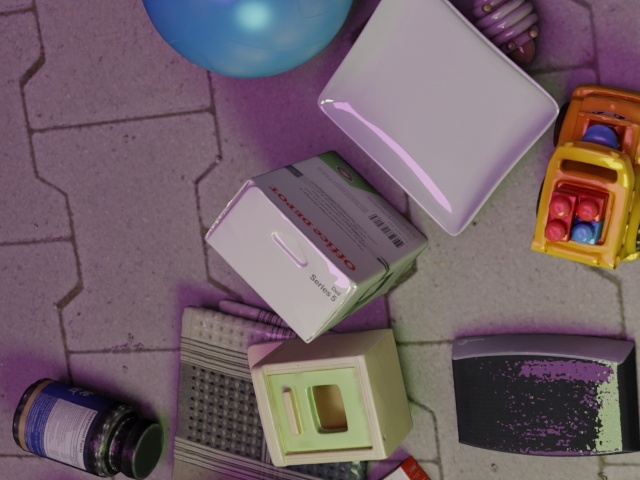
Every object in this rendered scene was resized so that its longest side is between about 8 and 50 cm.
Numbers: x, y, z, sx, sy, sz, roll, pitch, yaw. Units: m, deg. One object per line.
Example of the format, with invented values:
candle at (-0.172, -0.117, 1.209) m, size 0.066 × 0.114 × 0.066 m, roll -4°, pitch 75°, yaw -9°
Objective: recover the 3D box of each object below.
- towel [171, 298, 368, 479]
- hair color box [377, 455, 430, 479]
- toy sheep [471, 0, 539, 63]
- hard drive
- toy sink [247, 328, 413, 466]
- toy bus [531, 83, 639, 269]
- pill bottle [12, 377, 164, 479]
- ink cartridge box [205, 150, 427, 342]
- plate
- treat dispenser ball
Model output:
towel at (-0.073, 0.261, 2.026) m, size 0.324 × 0.056 × 0.312 m, roll 12°, pitch 109°, yaw 19°
hair color box at (0.144, 0.410, 1.952) m, size 0.093 × 0.053 × 0.167 m, roll -42°, pitch 84°, yaw 25°
toy sheep at (0.237, -0.286, 1.733) m, size 0.091 × 0.091 × 0.132 m, roll -26°, pitch 97°, yaw 27°
hard drive at (0.302, 0.216, 1.835) m, size 0.254 × 0.054 × 0.172 m, roll -1°, pitch 101°, yaw 25°
toy sink at (-0.010, 0.223, 1.883) m, size 0.234 × 0.131 × 0.153 m, roll -7°, pitch 102°, yaw 25°
toy bus at (0.337, -0.073, 1.668) m, size 0.149 × 0.211 × 0.220 m, roll 15°, pitch 106°, yaw 22°
pill bottle at (-0.364, 0.302, 2.119) m, size 0.219 × 0.123 × 0.123 m, roll 14°, pitch 107°, yaw 21°
ink cartridge box at (0.000, 0.000, 1.801) m, size 0.198 × 0.273 × 0.115 m, roll 45°, pitch 115°, yaw 10°
plate at (0.156, -0.184, 1.781) m, size 0.277 × 0.045 × 0.278 m, roll 45°, pitch 135°, yaw 10°
treat dispenser ball at (-0.096, -0.356, 1.756) m, size 0.288 × 0.288 × 0.288 m, roll 6°, pitch 104°, yaw 23°
